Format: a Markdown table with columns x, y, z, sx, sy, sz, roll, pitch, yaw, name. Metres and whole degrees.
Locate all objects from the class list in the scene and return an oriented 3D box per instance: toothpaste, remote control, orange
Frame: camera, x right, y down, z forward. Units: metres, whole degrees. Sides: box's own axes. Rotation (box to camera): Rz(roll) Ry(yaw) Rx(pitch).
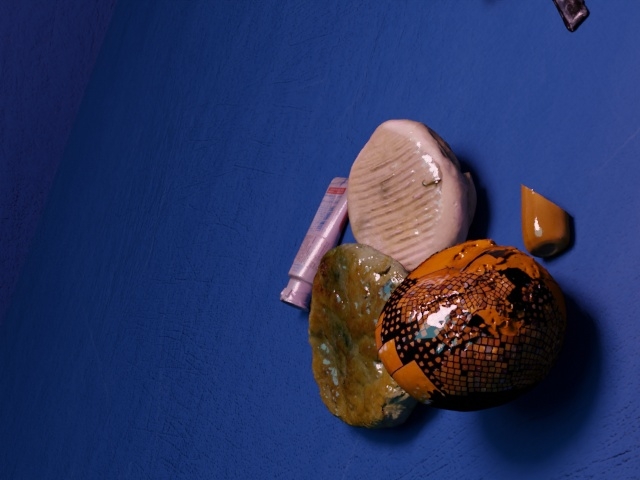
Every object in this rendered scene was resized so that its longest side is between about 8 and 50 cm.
| x | y | z | sx | sy | sz | roll | pitch | yaw | name |
| --- | --- | --- | --- | --- | --- | --- | --- | --- | --- |
| 0.000 | 0.000 | 1.898 | 0.089 | 0.057 | 0.234 | 7 | 73 | 58 | toothpaste |
| 0.335 | -0.324 | 1.564 | 0.039 | 0.014 | 0.096 | -48 | 38 | 34 | remote control |
| 0.178 | 0.102 | 1.367 | 0.234 | 0.234 | 0.182 | 26 | 137 | 60 | orange |

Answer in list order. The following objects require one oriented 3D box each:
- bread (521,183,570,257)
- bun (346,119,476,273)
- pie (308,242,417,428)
| x | y | z | sx | sy | sz | roll | pitch | yaw | name |
| --- | --- | --- | --- | --- | --- | --- | --- | --- | --- |
| 0.280 | -0.033 | 1.449 | 0.062 | 0.049 | 0.103 | -30 | 50 | 49 | bread |
| 0.135 | -0.057 | 1.636 | 0.210 | 0.116 | 0.237 | -40 | 56 | 43 | bun |
| 0.061 | 0.139 | 1.615 | 0.277 | 0.078 | 0.277 | 18 | 110 | 62 | pie |
